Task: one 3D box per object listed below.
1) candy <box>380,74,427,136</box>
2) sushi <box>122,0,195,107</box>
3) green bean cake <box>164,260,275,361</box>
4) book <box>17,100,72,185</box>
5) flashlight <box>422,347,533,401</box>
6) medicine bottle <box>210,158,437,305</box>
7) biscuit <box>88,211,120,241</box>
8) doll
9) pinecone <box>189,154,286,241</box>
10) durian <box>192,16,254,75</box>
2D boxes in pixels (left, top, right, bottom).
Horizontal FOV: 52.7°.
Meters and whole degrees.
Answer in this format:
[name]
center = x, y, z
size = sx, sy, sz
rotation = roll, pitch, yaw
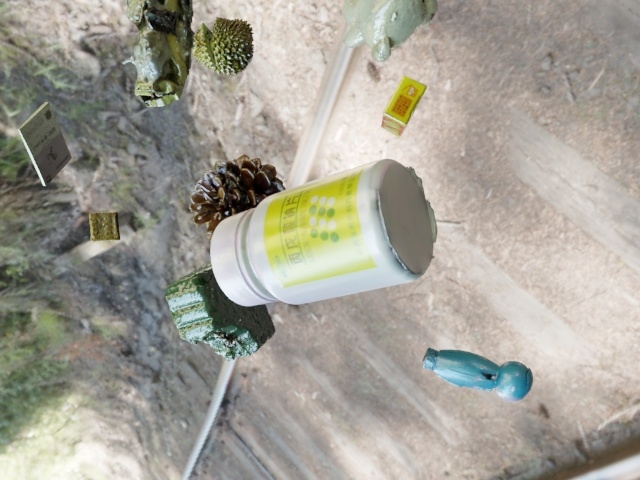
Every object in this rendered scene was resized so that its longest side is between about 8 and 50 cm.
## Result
[candy]
center = 0.270, -0.437, 2.131
size = 0.088, 0.146, 0.276
rotation = 28, -176, 3
[sushi]
center = -0.324, -0.405, 1.257
size = 0.139, 0.131, 0.291
rotation = 3, 96, 35
[green bean cake]
center = -0.300, 0.219, 1.924
size = 0.169, 0.308, 0.300
rotation = -20, 97, 21
[book]
center = -0.703, -0.246, 1.656
size = 0.014, 0.127, 0.182
rotation = 9, 136, 14
[flashlight]
center = 0.188, 0.155, 0.776
size = 0.129, 0.051, 0.051
rotation = 15, 136, 19
[medicine bottle]
center = 0.000, 0.000, 1.166
size = 0.378, 0.213, 0.214
rotation = -15, 110, 34
[biscuit]
center = -0.607, -0.038, 1.817
size = 0.018, 0.081, 0.083
rotation = -20, 76, 64
[doll]
center = 0.126, -0.450, 1.228
size = 0.278, 0.149, 0.175
rotation = -113, 23, -57
[pinecone]
center = -0.233, -0.097, 1.736
size = 0.264, 0.264, 0.264
rotation = 33, 143, 29
[durian]
center = -0.263, -0.562, 1.917
size = 0.138, 0.237, 0.193
rotation = 49, 128, 8
